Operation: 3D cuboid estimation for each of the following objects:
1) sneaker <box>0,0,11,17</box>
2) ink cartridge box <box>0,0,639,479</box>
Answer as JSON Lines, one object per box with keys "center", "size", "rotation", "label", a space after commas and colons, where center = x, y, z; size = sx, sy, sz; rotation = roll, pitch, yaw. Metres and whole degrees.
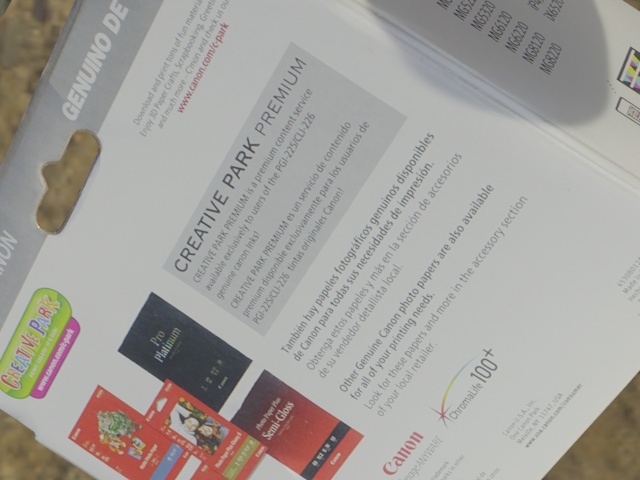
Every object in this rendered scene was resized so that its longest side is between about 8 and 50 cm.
{"center": [-0.098, -0.145, 0.384], "size": [0.104, 0.147, 0.296], "rotation": [23, 73, 32], "label": "sneaker"}
{"center": [0.000, 0.000, 0.772], "size": [0.272, 0.130, 0.309], "rotation": [33, 129, -1], "label": "ink cartridge box"}
